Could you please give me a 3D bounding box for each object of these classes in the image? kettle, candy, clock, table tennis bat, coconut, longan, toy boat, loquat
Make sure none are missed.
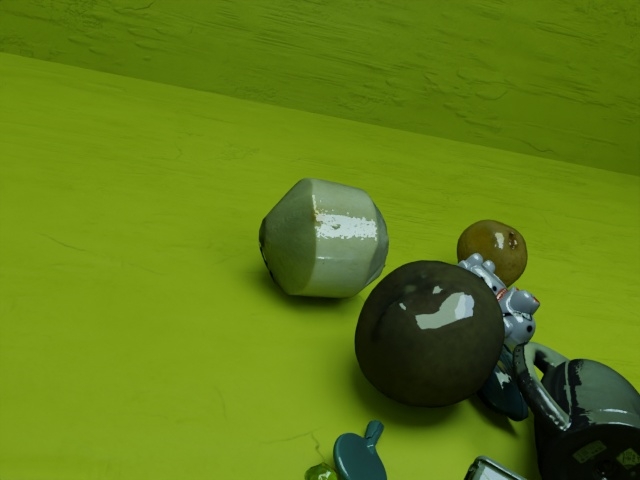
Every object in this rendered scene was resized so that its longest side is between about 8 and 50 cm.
[{"bbox_3d":[0.502,0.333,1.300,0.321,0.228,0.324,38,23,-3],"label":"kettle"},{"bbox_3d":[-0.030,0.432,1.049,0.058,0.062,0.194,23,38,18],"label":"candy"},{"bbox_3d":[0.442,0.173,1.672,0.189,0.188,0.254,-8,40,-39],"label":"clock"},{"bbox_3d":[0.081,0.382,1.181,0.124,0.033,0.201,47,22,0],"label":"table tennis bat"},{"bbox_3d":[0.000,0.000,1.621,0.323,0.322,0.323,13,27,-7],"label":"coconut"},{"bbox_3d":[0.221,0.194,1.362,0.319,0.318,0.319,13,27,-7],"label":"longan"},{"bbox_3d":[0.386,0.287,1.467,0.122,0.114,0.296,-2,31,-14],"label":"toy boat"},{"bbox_3d":[0.487,0.042,1.888,0.208,0.208,0.208,13,27,-7],"label":"loquat"}]

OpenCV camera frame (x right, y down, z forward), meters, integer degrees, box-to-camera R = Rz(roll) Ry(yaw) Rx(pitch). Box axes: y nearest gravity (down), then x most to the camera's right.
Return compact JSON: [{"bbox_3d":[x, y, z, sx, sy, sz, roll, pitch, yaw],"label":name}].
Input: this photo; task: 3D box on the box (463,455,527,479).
[{"bbox_3d":[0.307,0.460,1.100,0.172,0.123,0.093,27,40,23],"label":"box"}]
